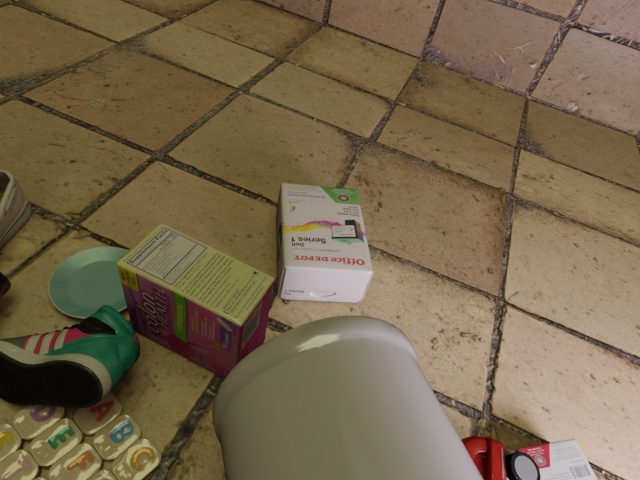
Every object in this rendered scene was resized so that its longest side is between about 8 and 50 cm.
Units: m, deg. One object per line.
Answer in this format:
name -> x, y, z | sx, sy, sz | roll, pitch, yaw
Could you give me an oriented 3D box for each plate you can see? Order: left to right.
plate -> -0.463, 0.089, 0.916 | 0.189, 0.024, 0.188 | 7, 47, -7

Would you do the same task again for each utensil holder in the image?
utensil holder -> 0.051, 0.345, 0.549 | 0.328, 0.327, 0.385 | -5, 37, -18

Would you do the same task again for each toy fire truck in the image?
toy fire truck -> 0.203, 0.426, 0.704 | 0.247, 0.158, 0.216 | 24, 46, -5

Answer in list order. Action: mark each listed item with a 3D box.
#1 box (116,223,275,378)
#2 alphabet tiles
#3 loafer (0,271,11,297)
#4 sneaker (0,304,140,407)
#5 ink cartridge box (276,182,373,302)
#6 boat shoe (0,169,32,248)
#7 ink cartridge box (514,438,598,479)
box -> -0.227, 0.122, 0.813 | 0.243, 0.213, 0.117 | 25, 46, 9
alphabet tiles -> -0.406, 0.376, 0.665 | 0.284, 0.021, 0.278 | 38, 50, 21
loafer -> -0.635, 0.176, 0.742 | 0.109, 0.095, 0.302 | 0, 59, 19
sneaker -> -0.439, 0.188, 0.766 | 0.296, 0.123, 0.178 | 2, 18, 18
ink cartridge box -> 0.000, 0.000, 1.050 | 0.202, 0.117, 0.277 | 4, 48, -11
boat shoe -> -0.707, -0.014, 0.858 | 0.136, 0.156, 0.366 | 11, 46, -3
ink cartridge box -> 0.423, 0.455, 0.762 | 0.128, 0.072, 0.175 | -1, 48, -15
